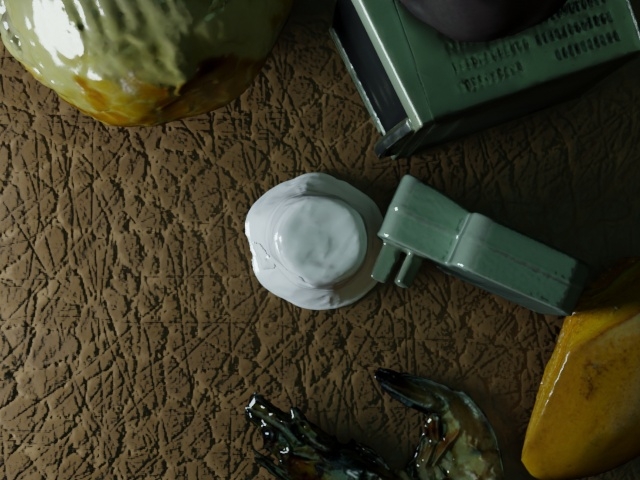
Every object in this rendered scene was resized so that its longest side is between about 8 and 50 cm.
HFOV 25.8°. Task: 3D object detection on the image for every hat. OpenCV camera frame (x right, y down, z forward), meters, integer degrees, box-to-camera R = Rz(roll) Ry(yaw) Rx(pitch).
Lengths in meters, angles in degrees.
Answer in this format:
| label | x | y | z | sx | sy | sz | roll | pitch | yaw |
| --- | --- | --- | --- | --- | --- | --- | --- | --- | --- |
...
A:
| label | x | y | z | sx | sy | sz | roll | pitch | yaw |
| --- | --- | --- | --- | --- | --- | --- | --- | --- | --- |
| hat | 0.000 | 0.000 | 1.867 | 0.203 | 0.126 | 0.203 | 0 | 88 | -5 |

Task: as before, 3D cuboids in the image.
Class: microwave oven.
| label | x | y | z | sx | sy | sz | roll | pitch | yaw |
| --- | --- | --- | --- | --- | --- | --- | --- | --- | --- |
| microwave oven | 0.186 | -0.270 | 1.749 | 0.333 | 0.394 | 0.247 | -20 | 88 | -2 |

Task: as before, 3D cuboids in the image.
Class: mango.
| label | x | y | z | sx | sy | sz | roll | pitch | yaw |
| --- | --- | --- | --- | --- | --- | --- | --- | --- | --- |
| mango | 0.387 | 0.175 | 1.840 | 0.199 | 0.201 | 0.350 | 35 | 96 | 29 |

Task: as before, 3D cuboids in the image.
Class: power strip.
| label | x | y | z | sx | sy | sz | roll | pitch | yaw |
| --- | --- | --- | --- | --- | --- | --- | --- | --- | --- |
| power strip | 0.197 | 0.031 | 1.816 | 0.261 | 0.229 | 0.141 | 25 | 88 | 0 |

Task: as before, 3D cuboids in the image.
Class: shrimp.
| label | x | y | z | sx | sy | sz | roll | pitch | yaw |
| --- | --- | --- | --- | --- | --- | --- | --- | --- | --- |
| shrimp | 0.081 | 0.273 | 1.890 | 0.365 | 0.071 | 0.233 | 30 | 78 | 1 |

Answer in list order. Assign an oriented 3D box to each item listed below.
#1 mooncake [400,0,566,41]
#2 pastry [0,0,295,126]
| label | x | y | z | sx | sy | sz | roll | pitch | yaw |
| --- | --- | --- | --- | --- | --- | --- | --- | --- | --- |
| mooncake | 0.182 | -0.339 | 1.493 | 0.245 | 0.133 | 0.245 | 1 | 81 | -5 |
| pastry | -0.210 | -0.307 | 1.769 | 0.388 | 0.388 | 0.312 | -27 | 117 | -2 |
